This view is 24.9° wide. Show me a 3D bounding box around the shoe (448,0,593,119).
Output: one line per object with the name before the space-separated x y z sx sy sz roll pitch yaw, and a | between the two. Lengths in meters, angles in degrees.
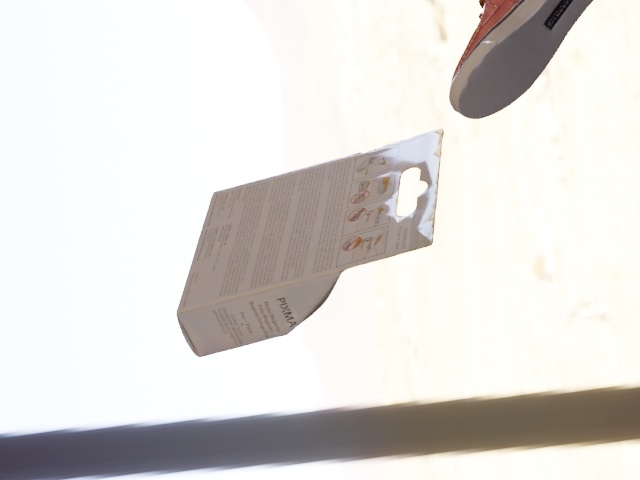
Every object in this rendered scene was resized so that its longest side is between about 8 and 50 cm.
shoe | 0.148 -0.179 1.123 0.063 0.178 0.081 34 -172 -46

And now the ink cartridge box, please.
ink cartridge box | 0.000 0.000 1.259 0.189 0.232 0.066 -79 -27 -54
